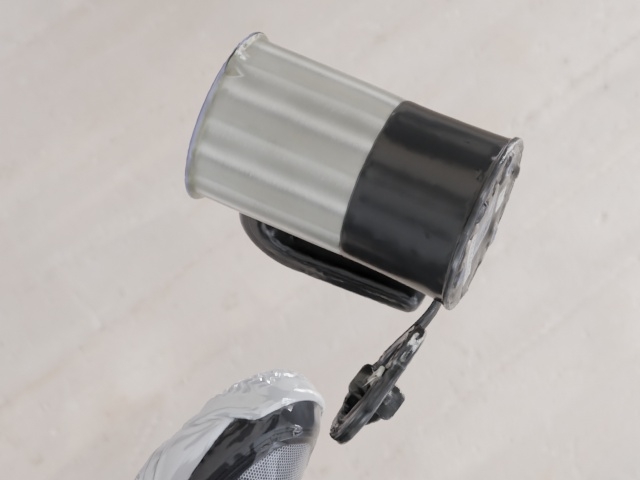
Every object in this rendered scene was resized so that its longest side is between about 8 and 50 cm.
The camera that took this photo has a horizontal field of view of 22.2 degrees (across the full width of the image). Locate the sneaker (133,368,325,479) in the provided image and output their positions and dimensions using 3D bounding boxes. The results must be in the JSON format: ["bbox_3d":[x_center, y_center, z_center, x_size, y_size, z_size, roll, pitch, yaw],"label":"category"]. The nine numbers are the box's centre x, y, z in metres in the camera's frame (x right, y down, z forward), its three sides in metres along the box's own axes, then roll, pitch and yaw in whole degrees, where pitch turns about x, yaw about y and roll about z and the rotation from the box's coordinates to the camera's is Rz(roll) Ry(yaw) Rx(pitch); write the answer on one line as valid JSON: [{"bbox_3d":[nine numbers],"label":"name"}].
[{"bbox_3d":[-0.045,0.207,0.832,0.153,0.101,0.269,38,102,32],"label":"sneaker"}]

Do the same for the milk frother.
[{"bbox_3d":[0.000,0.000,0.732,0.134,0.129,0.143,23,39,13],"label":"milk frother"}]
